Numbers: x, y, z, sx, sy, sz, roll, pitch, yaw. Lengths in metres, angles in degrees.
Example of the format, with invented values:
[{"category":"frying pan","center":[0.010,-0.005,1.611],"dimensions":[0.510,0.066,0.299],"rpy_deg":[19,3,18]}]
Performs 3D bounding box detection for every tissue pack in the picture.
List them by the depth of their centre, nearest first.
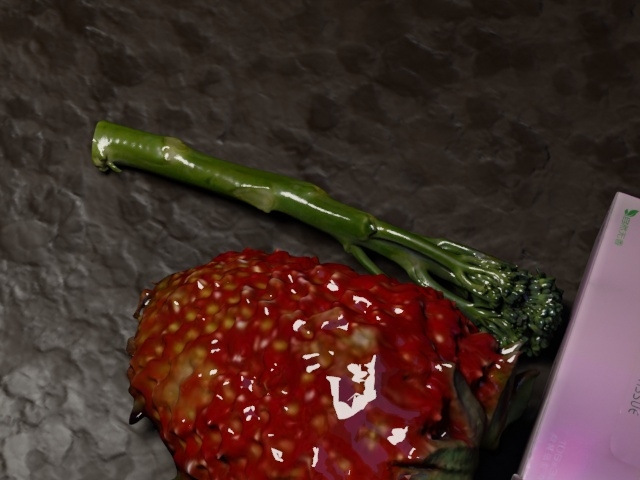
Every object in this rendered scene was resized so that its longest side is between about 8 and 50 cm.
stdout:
[{"category":"tissue pack","center":[0.237,0.105,1.142],"dimensions":[0.148,0.092,0.246],"rpy_deg":[19,67,8]}]

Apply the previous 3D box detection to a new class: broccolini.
[{"category":"broccolini","center":[-0.002,0.001,1.210],"dimensions":[0.392,0.079,0.074],"rpy_deg":[19,76,14]}]

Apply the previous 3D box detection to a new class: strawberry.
[{"category":"strawberry","center":[-0.019,0.098,1.089],"dimensions":[0.306,0.138,0.233],"rpy_deg":[21,60,16]}]
